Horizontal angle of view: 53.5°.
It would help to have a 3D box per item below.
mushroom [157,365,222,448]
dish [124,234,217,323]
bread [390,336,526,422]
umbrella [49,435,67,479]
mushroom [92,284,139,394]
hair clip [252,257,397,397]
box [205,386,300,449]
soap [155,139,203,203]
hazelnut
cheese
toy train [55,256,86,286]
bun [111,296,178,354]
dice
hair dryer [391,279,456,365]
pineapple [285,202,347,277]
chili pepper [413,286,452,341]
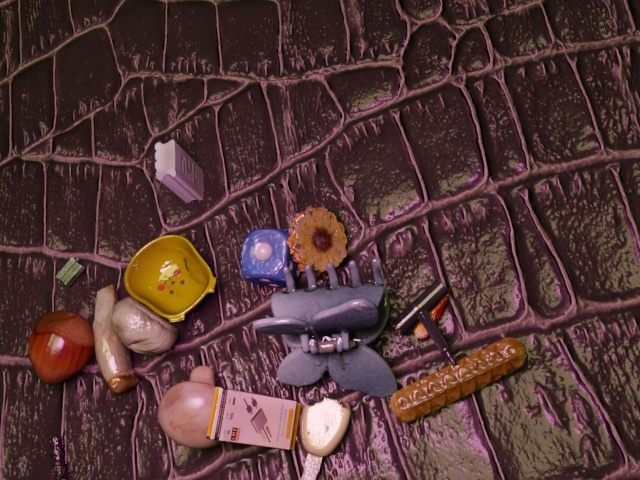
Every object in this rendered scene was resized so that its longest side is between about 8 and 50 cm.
[{"bbox_3d":[-0.321,0.448,1.673,0.206,0.209,0.206,-1,98,-6],"label":"mushroom"},{"bbox_3d":[-0.419,0.121,1.829,0.262,0.108,0.221,39,77,21],"label":"dish"},{"bbox_3d":[0.344,0.347,1.583,0.367,0.077,0.084,-27,66,3],"label":"bread"},{"bbox_3d":[-0.733,0.619,1.775,0.040,0.037,0.144,-18,64,-7],"label":"umbrella"},{"bbox_3d":[-0.601,0.280,1.823,0.087,0.107,0.333,-26,67,14],"label":"mushroom"},{"bbox_3d":[0.022,0.201,1.616,0.318,0.392,0.238,-6,45,14],"label":"hair clip"},{"bbox_3d":[-0.160,0.453,1.609,0.247,0.033,0.129,16,71,-26],"label":"box"},{"bbox_3d":[-0.420,-0.203,1.898,0.066,0.198,0.119,-11,69,11],"label":"soap"},{"bbox_3d":[-0.736,0.307,1.820,0.186,0.210,0.210,-27,65,-22],"label":"hazelnut"},{"bbox_3d":[-0.010,0.525,1.622,0.127,0.050,0.255,14,75,18],"label":"cheese"},{"bbox_3d":[-0.773,0.098,1.969,0.056,0.038,0.093,37,83,16],"label":"toy train"},{"bbox_3d":[-0.497,0.246,1.760,0.195,0.195,0.118,34,79,22],"label":"bun"},{"bbox_3d":[-0.133,0.052,1.768,0.143,0.146,0.146,3,73,17],"label":"dice"},{"bbox_3d":[0.303,0.218,1.615,0.173,0.050,0.195,-46,58,2],"label":"hair dryer"},{"bbox_3d":[0.000,0.000,1.737,0.047,0.221,0.221,-15,62,51],"label":"pineapple"},{"bbox_3d":[0.296,0.195,1.673,0.045,0.027,0.178,27,79,35],"label":"chili pepper"}]
